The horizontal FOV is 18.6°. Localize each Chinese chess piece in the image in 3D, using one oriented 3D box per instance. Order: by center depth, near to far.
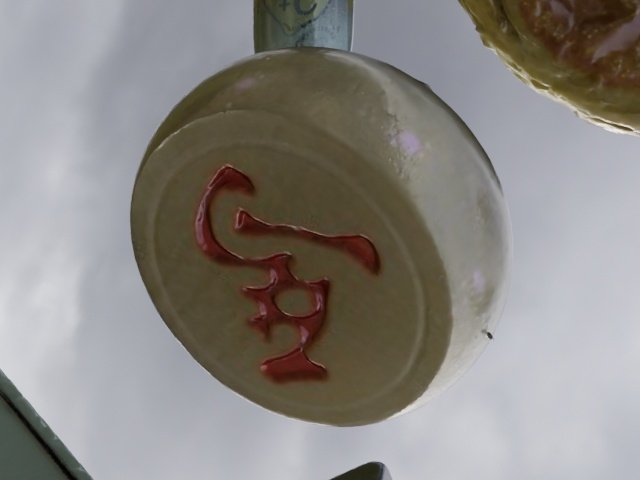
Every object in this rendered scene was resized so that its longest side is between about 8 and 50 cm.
[{"bbox_3d":[0.000,0.000,1.316,0.273,0.273,0.102,-45,-177,41],"label":"Chinese chess piece"}]

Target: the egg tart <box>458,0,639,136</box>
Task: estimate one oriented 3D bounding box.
[{"bbox_3d":[0.330,-0.317,1.857,0.443,0.443,0.178,-60,179,12],"label":"egg tart"}]

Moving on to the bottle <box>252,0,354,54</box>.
[{"bbox_3d":[-0.011,-0.253,1.549,0.083,0.083,0.269,-127,-143,-66],"label":"bottle"}]

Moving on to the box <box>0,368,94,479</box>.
[{"bbox_3d":[-0.123,0.125,0.597,0.225,0.129,0.086,42,-32,39],"label":"box"}]

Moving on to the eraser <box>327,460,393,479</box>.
[{"bbox_3d":[0.011,0.285,1.426,0.089,0.061,0.352,-29,-160,20],"label":"eraser"}]
